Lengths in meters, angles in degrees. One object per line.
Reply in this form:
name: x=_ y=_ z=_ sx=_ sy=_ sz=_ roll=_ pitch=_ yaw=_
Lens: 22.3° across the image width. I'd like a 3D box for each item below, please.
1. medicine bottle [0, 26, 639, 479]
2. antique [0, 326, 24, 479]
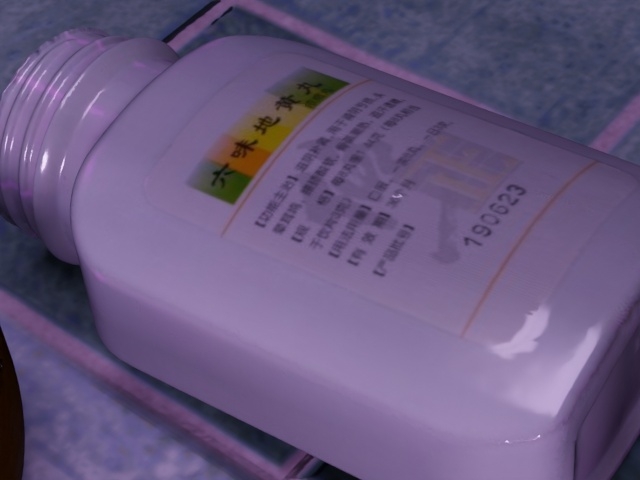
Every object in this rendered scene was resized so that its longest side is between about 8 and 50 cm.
medicine bottle: x=0.000 y=0.000 z=0.748 sx=0.324 sy=0.124 sz=0.179 roll=24 pitch=54 yaw=24
antique: x=-0.254 y=0.106 z=0.672 sx=0.278 sy=0.129 sz=0.223 roll=-26 pitch=50 yaw=-17
